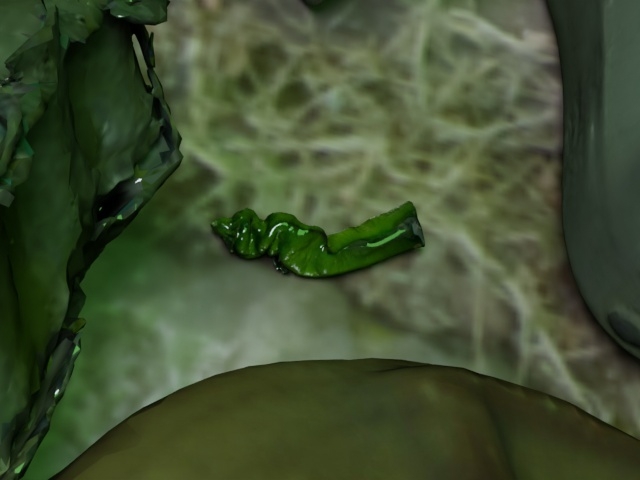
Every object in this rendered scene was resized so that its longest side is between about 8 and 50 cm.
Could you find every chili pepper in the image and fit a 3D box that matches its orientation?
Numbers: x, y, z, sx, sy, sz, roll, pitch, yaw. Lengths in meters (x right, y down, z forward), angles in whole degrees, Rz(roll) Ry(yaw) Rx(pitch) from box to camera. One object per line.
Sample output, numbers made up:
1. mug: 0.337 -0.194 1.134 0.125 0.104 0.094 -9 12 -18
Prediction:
1. chili pepper: 0.000 0.000 0.583 0.083 0.022 0.027 -2 104 -18

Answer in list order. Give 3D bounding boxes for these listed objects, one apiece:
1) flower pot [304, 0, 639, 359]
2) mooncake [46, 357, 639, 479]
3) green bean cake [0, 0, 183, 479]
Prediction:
1. flower pot: 0.106 -0.143 0.589 0.367 0.164 0.254 42 70 1
2. mooncake: 0.019 0.166 0.387 0.284 0.155 0.284 19 50 -25
3. green bean cake: -0.179 0.003 0.385 0.255 0.132 0.241 4 36 15
